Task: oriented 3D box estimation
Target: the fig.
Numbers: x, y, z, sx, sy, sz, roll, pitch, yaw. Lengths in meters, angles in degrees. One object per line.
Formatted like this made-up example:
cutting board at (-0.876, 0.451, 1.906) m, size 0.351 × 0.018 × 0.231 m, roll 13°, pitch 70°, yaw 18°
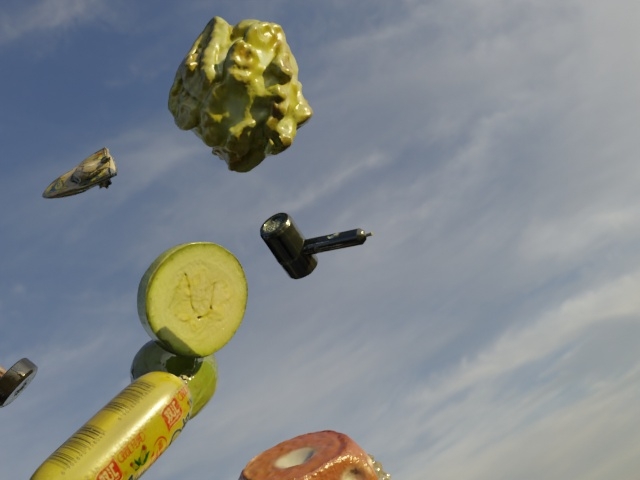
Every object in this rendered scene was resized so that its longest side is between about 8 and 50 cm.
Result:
fig at (-0.343, 0.320, 1.618) m, size 0.207 × 0.207 × 0.230 m, roll -39°, pitch 1°, yaw 13°

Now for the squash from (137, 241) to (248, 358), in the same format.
squash at (-0.264, 0.126, 1.501) m, size 0.252 × 0.252 × 0.049 m, roll -8°, pitch 7°, yaw -37°

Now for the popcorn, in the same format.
popcorn at (-0.163, -0.323, 1.494) m, size 0.312 × 0.312 × 0.312 m, roll -24°, pitch -30°, yaw -15°

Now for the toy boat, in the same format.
toy boat at (-0.582, -0.146, 1.688) m, size 0.210 × 0.084 × 0.066 m, roll -23°, pitch -23°, yaw 9°

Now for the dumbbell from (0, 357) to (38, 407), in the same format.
dumbbell at (-0.948, 0.359, 2.016) m, size 0.152 × 0.218 × 0.152 m, roll -50°, pitch 3°, yaw 3°

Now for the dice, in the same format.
dice at (-0.010, 0.408, 1.070) m, size 0.174 × 0.179 × 0.175 m, roll -20°, pitch 2°, yaw -31°

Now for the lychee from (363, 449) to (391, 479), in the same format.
lychee at (0.047, 0.790, 1.975) m, size 0.380 × 0.380 × 0.432 m, roll -2°, pitch -84°, yaw -42°

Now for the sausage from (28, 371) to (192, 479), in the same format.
sausage at (-0.322, 0.326, 1.104) m, size 0.347 × 0.123 × 0.123 m, roll -43°, pitch -14°, yaw -46°

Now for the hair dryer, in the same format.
hair dryer at (0.000, 0.000, 1.327) m, size 0.219 × 0.071 × 0.124 m, roll -9°, pitch -51°, yaw 30°
